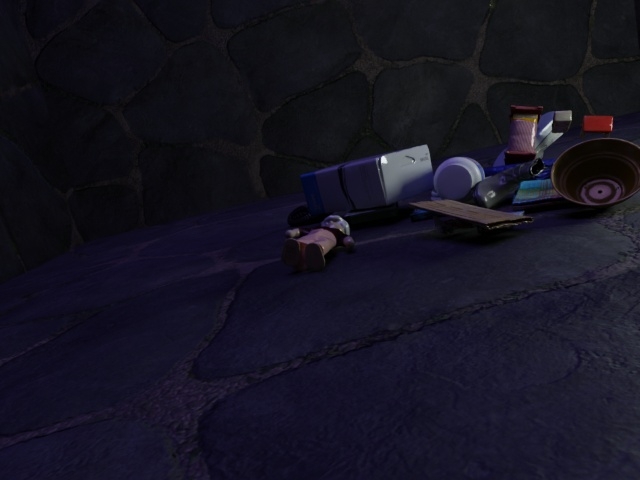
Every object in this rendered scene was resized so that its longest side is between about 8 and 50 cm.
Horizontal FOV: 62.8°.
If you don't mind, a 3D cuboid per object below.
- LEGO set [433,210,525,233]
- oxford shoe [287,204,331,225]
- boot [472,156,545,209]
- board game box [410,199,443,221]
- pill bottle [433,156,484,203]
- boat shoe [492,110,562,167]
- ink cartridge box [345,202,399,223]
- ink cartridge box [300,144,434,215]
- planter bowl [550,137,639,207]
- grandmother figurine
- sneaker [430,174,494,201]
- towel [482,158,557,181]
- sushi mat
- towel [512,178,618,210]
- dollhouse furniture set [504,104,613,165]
[{"bbox_3d":[0.416,-0.059,1.375,0.182,0.060,0.244,-6,10,35],"label":"LEGO set"},{"bbox_3d":[-0.028,-0.104,2.132,0.227,0.083,0.096,-17,-22,21],"label":"oxford shoe"},{"bbox_3d":[0.571,-0.182,1.581,0.246,0.083,0.161,-36,6,-41],"label":"boot"},{"bbox_3d":[0.366,-0.102,1.737,0.126,0.026,0.186,-11,11,15],"label":"board game box"},{"bbox_3d":[0.458,-0.200,1.731,0.152,0.152,0.272,-9,5,21],"label":"pill bottle"},{"bbox_3d":[0.887,-0.364,2.200,0.367,0.156,0.136,-45,23,-9],"label":"boat shoe"},{"bbox_3d":[0.185,-0.097,1.846,0.171,0.056,0.235,-11,11,13],"label":"ink cartridge box"},{"bbox_3d":[0.168,-0.215,1.895,0.285,0.166,0.394,-22,11,-40],"label":"ink cartridge box"},{"bbox_3d":[0.692,-0.145,1.299,0.217,0.090,0.217,-17,47,19],"label":"planter bowl"},{"bbox_3d":[0.000,0.000,1.495,0.207,0.104,0.342,20,18,16],"label":"grandmother figurine"},{"bbox_3d":[0.518,-0.214,1.904,0.252,0.111,0.103,-9,12,19],"label":"sneaker"},{"bbox_3d":[0.711,-0.246,1.973,0.227,0.076,0.308,-13,8,-42],"label":"towel"},{"bbox_3d":[0.374,-0.072,1.343,0.151,0.019,0.316,-8,15,-23],"label":"sushi mat"},{"bbox_3d":[0.710,-0.155,1.542,0.271,0.040,0.370,-9,10,25],"label":"towel"},{"bbox_3d":[0.903,-0.391,1.996,0.373,0.201,0.152,5,-10,19],"label":"dollhouse furniture set"}]
